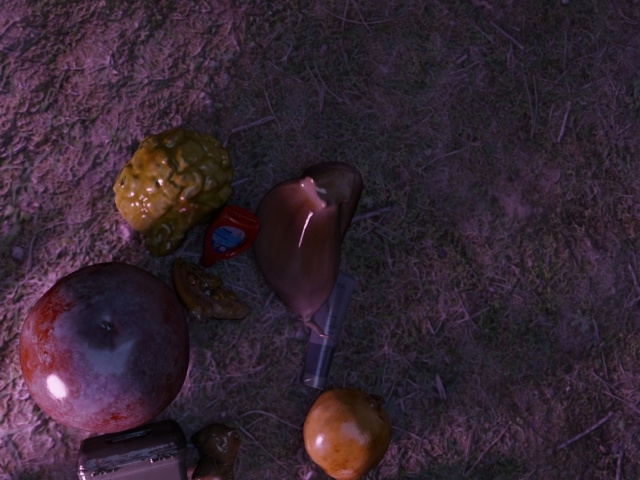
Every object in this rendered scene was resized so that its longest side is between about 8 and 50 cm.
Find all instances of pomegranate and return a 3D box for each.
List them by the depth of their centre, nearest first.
[{"bbox_3d":[0.061,0.385,1.671,0.196,0.196,0.196,2,83,-15],"label":"pomegranate"}]

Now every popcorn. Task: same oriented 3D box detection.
[{"bbox_3d":[-0.290,-0.096,1.624,0.236,0.206,0.252,-5,96,-29],"label":"popcorn"}]

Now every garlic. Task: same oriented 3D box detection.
[{"bbox_3d":[0.000,0.000,1.687,0.231,0.245,0.340,-20,116,-42],"label":"garlic"}]

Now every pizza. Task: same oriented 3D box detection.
[{"bbox_3d":[-0.215,0.113,1.658,0.195,0.185,0.052,29,112,-37],"label":"pizza"}]

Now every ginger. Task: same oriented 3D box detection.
[{"bbox_3d":[-0.219,0.471,1.638,0.104,0.080,0.204,4,81,18],"label":"ginger"}]

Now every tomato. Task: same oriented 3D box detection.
[{"bbox_3d":[-0.397,0.201,1.522,0.316,0.282,0.317,4,71,-12],"label":"tomato"}]

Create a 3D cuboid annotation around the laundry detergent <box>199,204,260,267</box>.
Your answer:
[{"bbox_3d":[-0.194,0.001,1.665,0.097,0.165,0.049,24,41,-20],"label":"laundry detergent"}]

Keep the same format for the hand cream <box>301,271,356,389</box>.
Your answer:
[{"bbox_3d":[0.014,0.190,1.749,0.079,0.048,0.255,18,77,-18],"label":"hand cream"}]

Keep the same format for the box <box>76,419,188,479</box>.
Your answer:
[{"bbox_3d":[-0.358,0.437,1.571,0.210,0.148,0.129,-10,94,-14],"label":"box"}]
